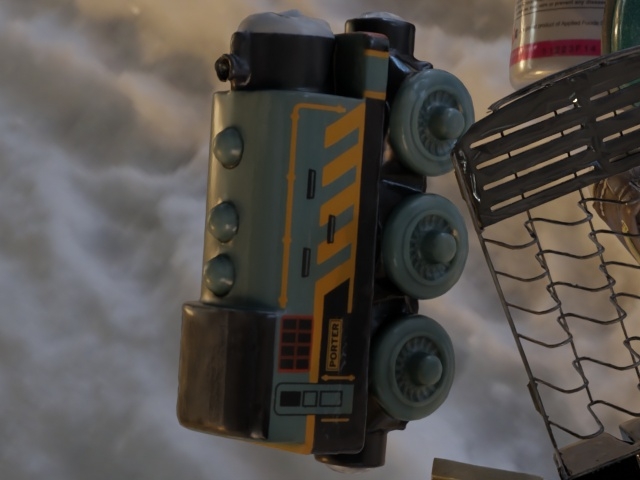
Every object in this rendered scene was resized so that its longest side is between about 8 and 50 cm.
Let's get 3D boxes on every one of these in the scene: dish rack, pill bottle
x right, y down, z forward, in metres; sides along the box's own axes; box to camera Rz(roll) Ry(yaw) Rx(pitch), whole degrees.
[{"bbox_3d":[0.207,0.018,1.101,0.208,0.271,0.074,-22,12,-7],"label":"dish rack"},{"bbox_3d":[0.251,-0.263,1.504,0.160,0.160,0.283,0,83,42],"label":"pill bottle"}]

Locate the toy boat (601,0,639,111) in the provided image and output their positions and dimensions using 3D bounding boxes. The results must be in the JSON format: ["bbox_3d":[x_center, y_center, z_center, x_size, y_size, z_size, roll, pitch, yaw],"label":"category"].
[{"bbox_3d":[0.330,-0.081,1.253,0.267,0.148,0.318,6,99,5],"label":"toy boat"}]

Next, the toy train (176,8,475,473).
[{"bbox_3d":[0.000,0.000,1.230,0.142,0.190,0.334,6,92,51],"label":"toy train"}]

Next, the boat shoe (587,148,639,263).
[{"bbox_3d":[0.385,0.029,1.699,0.116,0.324,0.096,-41,29,14],"label":"boat shoe"}]

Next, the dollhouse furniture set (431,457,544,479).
[{"bbox_3d":[0.147,0.216,1.032,0.184,0.129,0.129,9,76,6],"label":"dollhouse furniture set"}]
